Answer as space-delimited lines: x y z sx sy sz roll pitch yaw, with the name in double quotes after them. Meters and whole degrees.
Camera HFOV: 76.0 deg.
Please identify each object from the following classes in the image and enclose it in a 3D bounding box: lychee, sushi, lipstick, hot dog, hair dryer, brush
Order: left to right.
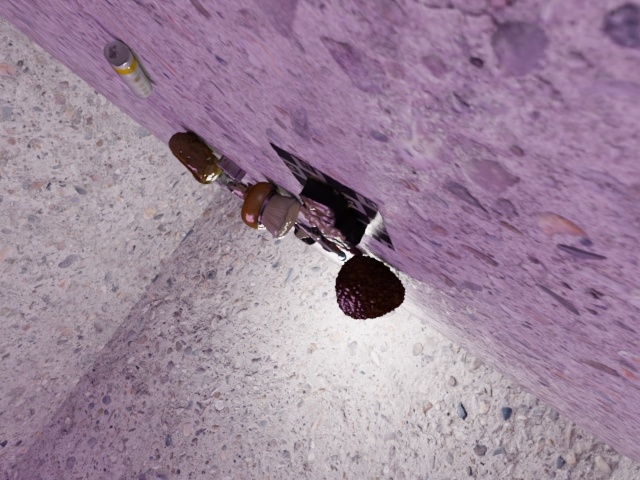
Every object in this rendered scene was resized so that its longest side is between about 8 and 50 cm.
-0.481 -0.426 1.042 0.059 0.059 0.264 36 176 -12 "lipstick"
-0.417 -0.260 2.267 0.268 0.075 0.144 33 179 -5 "hot dog"
-0.164 -0.104 1.504 0.166 0.174 0.267 25 -178 10 "brush"
-0.138 -0.092 2.111 0.248 0.078 0.195 49 169 -32 "hair dryer"
0.017 -0.053 1.007 0.296 0.100 0.373 33 175 21 "sushi"
0.182 0.180 1.502 0.271 0.271 0.271 35 176 3 "lychee"

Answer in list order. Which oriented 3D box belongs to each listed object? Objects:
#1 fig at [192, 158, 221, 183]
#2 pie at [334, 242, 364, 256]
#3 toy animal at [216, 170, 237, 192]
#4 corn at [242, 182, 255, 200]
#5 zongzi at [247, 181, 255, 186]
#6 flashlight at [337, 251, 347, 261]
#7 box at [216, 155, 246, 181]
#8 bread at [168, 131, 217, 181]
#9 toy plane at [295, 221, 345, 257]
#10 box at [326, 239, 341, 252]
-0.545 -0.342 1.870 0.186 0.142 0.148 23 153 -20 "fig"
0.121 0.041 1.669 0.154 0.036 0.154 35 176 3 "pie"
-0.524 -0.348 2.091 0.255 0.090 0.170 45 167 -30 "toy animal"
-0.242 -0.159 1.825 0.106 0.106 0.305 33 178 25 "corn"
-0.283 -0.215 1.901 0.109 0.055 0.119 31 163 23 "zongzi"
0.110 0.075 2.098 0.051 0.051 0.129 34 169 13 "flashlight"
-0.359 -0.289 1.654 0.117 0.050 0.036 36 174 -33 "box"
-0.505 -0.342 1.661 0.230 0.123 0.230 45 170 10 "bread"
0.005 -0.010 1.771 0.262 0.088 0.192 26 -177 -12 "toy plane"
0.067 0.026 2.008 0.082 0.023 0.051 38 174 -38 "box"
